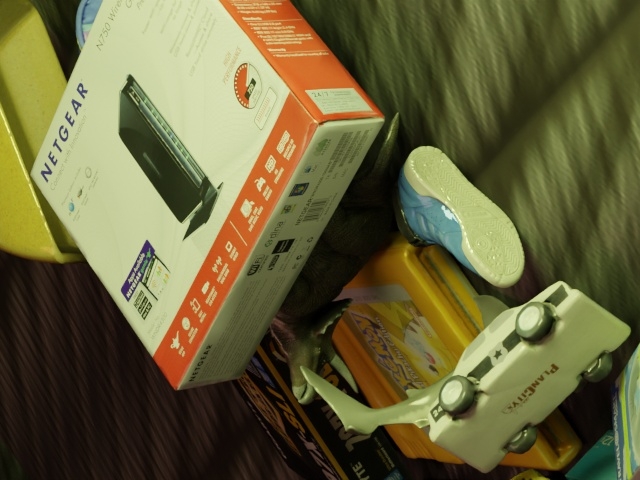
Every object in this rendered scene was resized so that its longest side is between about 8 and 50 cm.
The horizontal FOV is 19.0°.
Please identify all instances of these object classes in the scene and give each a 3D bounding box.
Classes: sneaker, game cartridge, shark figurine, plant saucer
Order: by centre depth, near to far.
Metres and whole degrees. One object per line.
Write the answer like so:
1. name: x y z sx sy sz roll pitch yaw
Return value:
1. sneaker: 0.123 -0.009 1.755 0.152 0.058 0.084 49 152 10
2. shark figurine: 0.137 0.109 1.817 0.166 0.278 0.116 34 -145 -55
3. game cartridge: 0.100 0.120 2.012 0.285 0.053 0.324 54 155 -13
4. plant saucer: -0.329 -0.114 2.071 0.333 0.081 0.333 11 -123 -82

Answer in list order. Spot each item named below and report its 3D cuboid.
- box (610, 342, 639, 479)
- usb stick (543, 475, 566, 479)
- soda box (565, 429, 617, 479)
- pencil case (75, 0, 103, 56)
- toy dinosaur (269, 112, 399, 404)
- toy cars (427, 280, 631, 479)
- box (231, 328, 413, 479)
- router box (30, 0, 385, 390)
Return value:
1. box: 0.289 0.151 1.658 0.042 0.109 0.178 3 153 -5
2. usb stick: 0.286 0.359 2.066 0.077 0.045 0.278 17 142 40
3. soda box: 0.327 0.236 1.763 0.210 0.071 0.067 7 133 58
4. pencil case: -0.196 -0.150 2.025 0.306 0.119 0.133 100 152 -62
5. toy dinosaur: 0.000 0.000 1.843 0.121 0.160 0.313 39 111 39
6. toy cars: 0.165 0.194 1.738 0.087 0.176 0.393 -120 29 -52
7. box: -0.036 0.170 2.246 0.322 0.079 0.257 58 164 -25
8. router box: -0.117 -0.084 1.760 0.301 0.082 0.335 52 131 30
